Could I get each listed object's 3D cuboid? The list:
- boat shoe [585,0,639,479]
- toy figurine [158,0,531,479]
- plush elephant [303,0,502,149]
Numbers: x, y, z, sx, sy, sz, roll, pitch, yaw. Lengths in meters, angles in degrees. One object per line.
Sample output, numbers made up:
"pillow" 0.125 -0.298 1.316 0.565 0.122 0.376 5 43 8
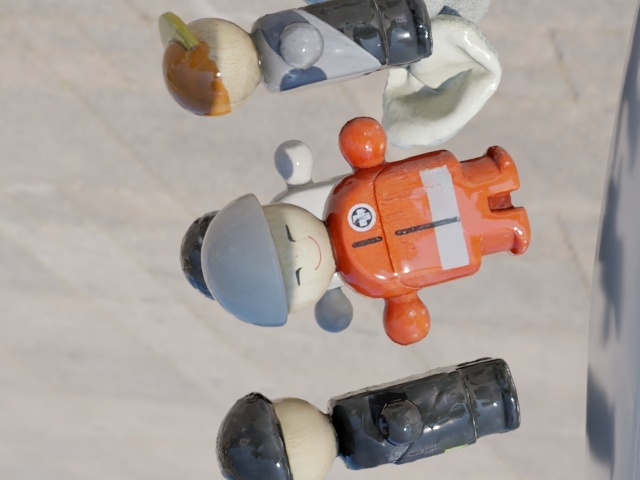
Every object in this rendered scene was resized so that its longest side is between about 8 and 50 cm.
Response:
"boat shoe" 0.109 0.090 0.372 0.105 0.306 0.113 -1 172 3
"toy figurine" 0.000 0.000 0.919 0.148 0.209 0.213 -14 139 -9
"plush elephant" 0.041 -0.224 1.356 0.330 0.272 0.255 11 147 -7
